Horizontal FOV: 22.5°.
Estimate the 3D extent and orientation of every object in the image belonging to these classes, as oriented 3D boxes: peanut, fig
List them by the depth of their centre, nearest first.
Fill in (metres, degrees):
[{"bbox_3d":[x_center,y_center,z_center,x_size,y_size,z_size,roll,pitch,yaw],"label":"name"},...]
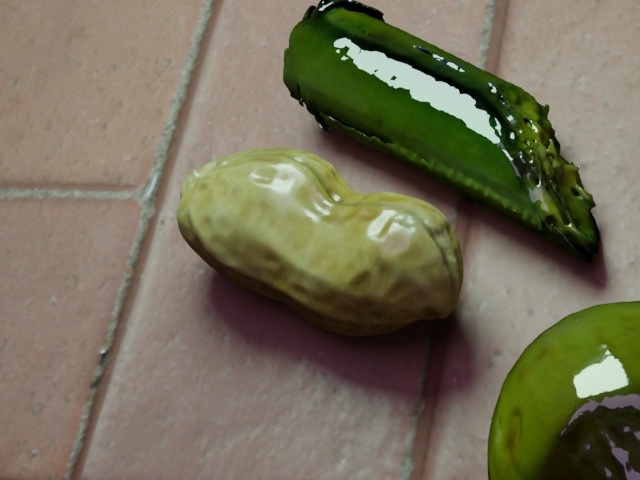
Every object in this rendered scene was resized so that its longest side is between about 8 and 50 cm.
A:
[{"bbox_3d":[0.231,0.158,1.224,0.239,0.239,0.271,-31,29,0],"label":"fig"},{"bbox_3d":[0.000,0.000,1.464,0.305,0.147,0.147,26,71,32],"label":"peanut"}]

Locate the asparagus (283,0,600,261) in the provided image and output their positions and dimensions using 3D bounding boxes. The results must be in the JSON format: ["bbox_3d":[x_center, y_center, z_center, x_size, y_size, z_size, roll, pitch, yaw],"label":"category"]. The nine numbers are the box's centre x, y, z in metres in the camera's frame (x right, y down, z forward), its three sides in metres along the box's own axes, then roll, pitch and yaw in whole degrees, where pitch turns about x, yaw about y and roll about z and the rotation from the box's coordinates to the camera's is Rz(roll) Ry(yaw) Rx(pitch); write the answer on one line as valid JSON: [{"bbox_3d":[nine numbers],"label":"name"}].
[{"bbox_3d":[0.127,-0.111,1.514,0.382,0.108,0.128,31,72,32],"label":"asparagus"}]
